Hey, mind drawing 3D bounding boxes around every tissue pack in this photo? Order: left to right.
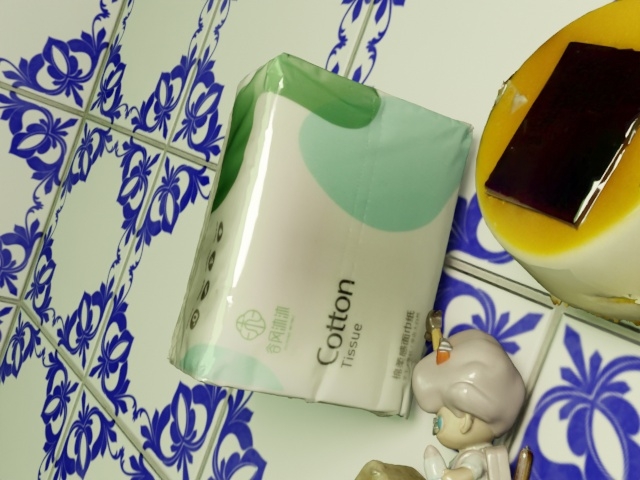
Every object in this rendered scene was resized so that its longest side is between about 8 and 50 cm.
[{"bbox_3d":[0.001,0.000,0.921,0.194,0.266,0.357,1,77,65],"label":"tissue pack"}]

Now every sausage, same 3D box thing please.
[{"bbox_3d":[0.194,0.252,0.796,0.015,0.015,0.100,7,82,52],"label":"sausage"}]

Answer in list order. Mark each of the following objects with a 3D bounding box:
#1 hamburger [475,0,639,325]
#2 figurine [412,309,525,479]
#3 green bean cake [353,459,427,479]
[{"bbox_3d":[0.275,-0.064,0.687,0.276,0.179,0.294,-61,31,0],"label":"hamburger"},{"bbox_3d":[0.149,0.177,0.805,0.111,0.137,0.229,-5,73,17],"label":"figurine"},{"bbox_3d":[0.062,0.338,0.869,0.179,0.085,0.109,-60,40,14],"label":"green bean cake"}]
